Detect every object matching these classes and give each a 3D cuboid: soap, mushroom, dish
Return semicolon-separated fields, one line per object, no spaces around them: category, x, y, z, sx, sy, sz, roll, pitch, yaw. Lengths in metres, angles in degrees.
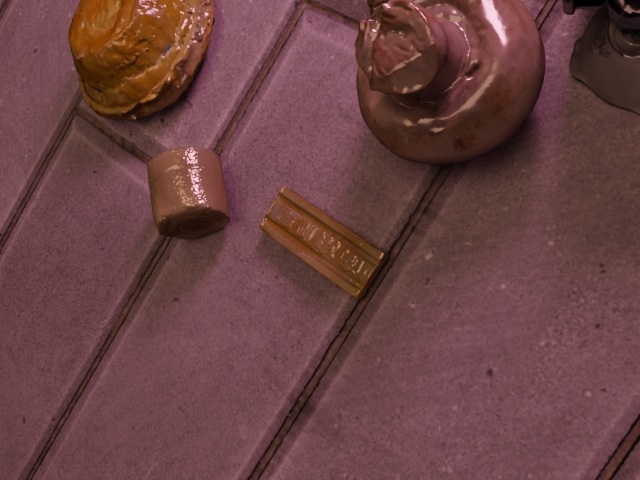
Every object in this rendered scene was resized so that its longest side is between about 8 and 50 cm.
soap;0.000;0.000;1.166;0.252;0.037;0.092;35;96;29
mushroom;0.175;-0.268;0.977;0.298;0.290;0.297;-5;79;27
dish;0.472;-0.307;0.948;0.224;0.078;0.246;-2;79;29

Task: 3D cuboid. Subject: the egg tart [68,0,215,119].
egg tart;-0.404;-0.442;1.405;0.388;0.169;0.387;-9;71;29

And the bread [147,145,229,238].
bread;-0.254;-0.089;1.265;0.148;0.134;0.141;-26;68;36

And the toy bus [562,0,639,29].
toy bus;0.530;-0.415;0.788;0.440;0.209;0.249;9;80;27

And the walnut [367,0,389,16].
walnut;0.126;-0.418;1.156;0.092;0.092;0.092;-6;77;27
